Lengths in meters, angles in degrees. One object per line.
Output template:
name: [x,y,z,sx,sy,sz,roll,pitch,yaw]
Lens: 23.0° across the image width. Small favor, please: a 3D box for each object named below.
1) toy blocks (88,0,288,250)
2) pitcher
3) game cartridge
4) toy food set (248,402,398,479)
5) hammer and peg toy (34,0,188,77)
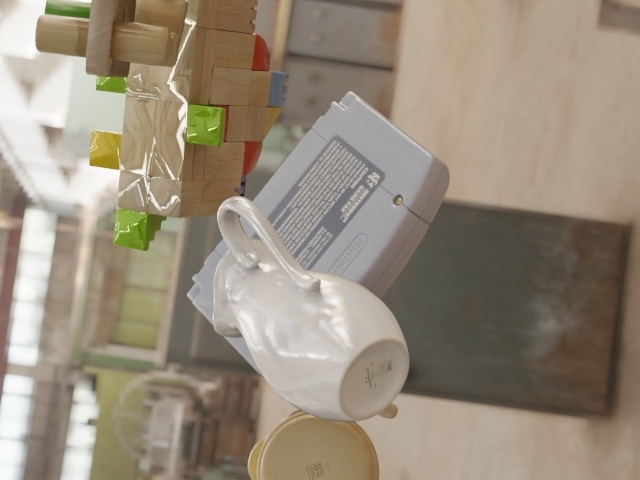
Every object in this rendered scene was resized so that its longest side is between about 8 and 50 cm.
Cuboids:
toy blocks: [-0.144,-0.183,2.075,0.261,0.191,0.381,-8,-75,-62]
pitcher: [-0.020,0.062,1.444,0.207,0.125,0.177,34,148,43]
game cartridge: [0.000,0.000,1.705,0.297,0.062,0.198,-51,52,4]
toy food set: [-0.006,0.227,1.565,0.192,0.132,0.038,-65,-13,-4]
hammer and peg toy: [-0.199,-0.298,1.595,0.361,0.127,0.265,-109,25,-83]
